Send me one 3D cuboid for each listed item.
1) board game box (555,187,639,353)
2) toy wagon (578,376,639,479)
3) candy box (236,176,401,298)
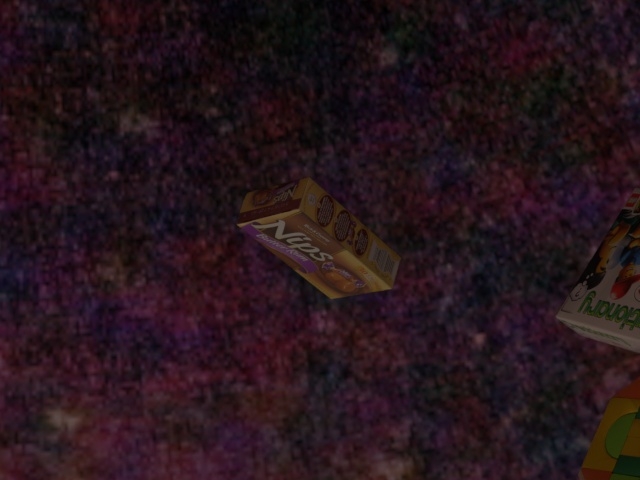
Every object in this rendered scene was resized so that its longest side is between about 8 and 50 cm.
[{"bbox_3d":[0.400,0.038,1.429,0.053,0.305,0.193,34,84,-16],"label":"board game box"},{"bbox_3d":[0.447,0.238,1.417,0.068,0.267,0.344,40,156,-27],"label":"toy wagon"},{"bbox_3d":[0.000,0.000,1.579,0.109,0.053,0.186,-11,141,41],"label":"candy box"}]
